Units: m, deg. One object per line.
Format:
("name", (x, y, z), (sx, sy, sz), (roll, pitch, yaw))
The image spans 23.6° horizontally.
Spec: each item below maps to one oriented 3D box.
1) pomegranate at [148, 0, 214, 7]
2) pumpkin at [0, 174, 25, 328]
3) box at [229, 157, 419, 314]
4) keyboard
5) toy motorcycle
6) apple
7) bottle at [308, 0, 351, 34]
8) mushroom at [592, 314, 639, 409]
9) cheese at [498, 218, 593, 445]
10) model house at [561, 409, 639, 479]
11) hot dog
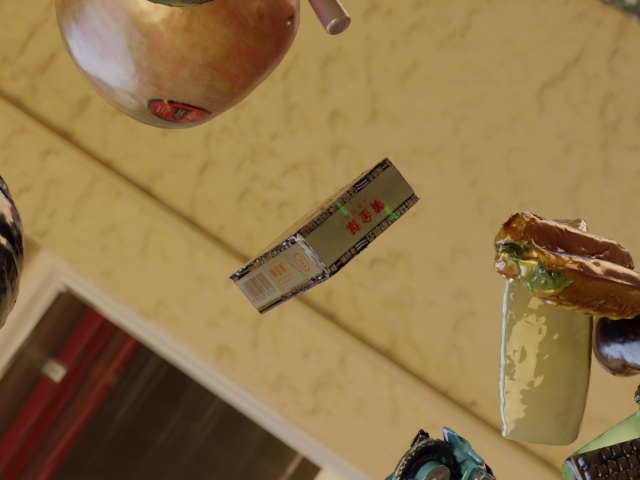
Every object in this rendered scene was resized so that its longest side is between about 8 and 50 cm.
("pomegranate", (-0.121, -0.359, 1.707), (0.231, 0.286, 0.230), (-170, 90, -69))
("pumpkin", (-0.439, -0.006, 1.517), (0.296, 0.296, 0.296), (-50, -17, -22))
("box", (0.000, 0.000, 2.313), (0.198, 0.084, 0.310), (-40, 4, -25))
("keyboard", (0.427, 0.242, 1.708), (0.317, 0.106, 0.027), (-12, -27, -23))
("toy motorcycle", (0.089, 0.322, 1.529), (0.182, 0.124, 0.272), (34, -94, -42))
("apple", (-0.246, -0.384, 2.534), (0.391, 0.346, 0.391), (-39, 21, 18))
("bottle", (0.008, -0.373, 2.423), (0.045, 0.096, 0.045), (-26, -22, -12))
("mushroom", (0.534, 0.132, 2.302), (0.278, 0.163, 0.297), (-50, 19, -27))
("cheese", (0.302, 0.115, 2.036), (0.265, 0.124, 0.242), (-57, -37, -72))
("model house", (0.541, 0.297, 1.929), (0.340, 0.300, 0.324), (-37, -10, 17))
("hot dog", (0.266, 0.028, 1.610), (0.072, 0.115, 0.269), (-44, -34, 24))
